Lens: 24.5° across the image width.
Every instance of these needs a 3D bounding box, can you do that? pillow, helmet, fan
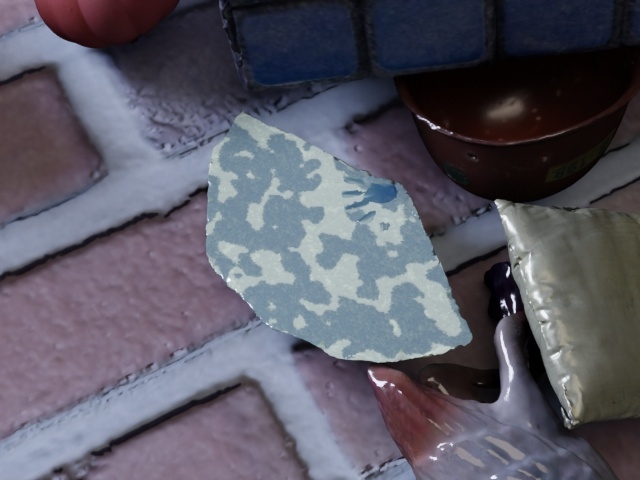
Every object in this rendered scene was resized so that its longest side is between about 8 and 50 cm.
[{"bbox_3d":[0.213,0.040,0.913,0.230,0.050,0.148,-2,60,-33],"label":"pillow"},{"bbox_3d":[0.138,-0.089,0.979,0.175,0.106,0.155,-40,54,-22],"label":"helmet"},{"bbox_3d":[0.000,0.000,0.937,0.131,0.009,0.240,-34,59,-16],"label":"fan"}]

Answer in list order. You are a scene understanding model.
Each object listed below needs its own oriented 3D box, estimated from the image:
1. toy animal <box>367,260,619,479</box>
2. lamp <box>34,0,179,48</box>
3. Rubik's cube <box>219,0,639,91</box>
[{"bbox_3d":[0.145,0.157,0.889,0.195,0.090,0.324,-9,69,-20],"label":"toy animal"},{"bbox_3d":[-0.140,-0.176,0.974,0.108,0.092,0.107,-12,43,12],"label":"lamp"},{"bbox_3d":[0.083,-0.330,0.880,0.337,0.344,0.343,-6,58,4],"label":"Rubik's cube"}]
